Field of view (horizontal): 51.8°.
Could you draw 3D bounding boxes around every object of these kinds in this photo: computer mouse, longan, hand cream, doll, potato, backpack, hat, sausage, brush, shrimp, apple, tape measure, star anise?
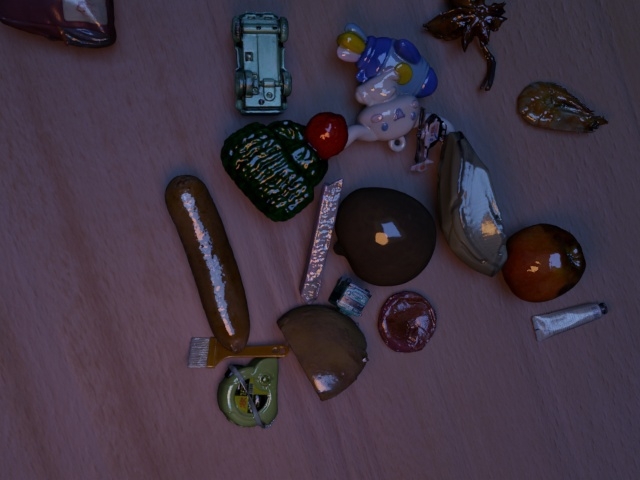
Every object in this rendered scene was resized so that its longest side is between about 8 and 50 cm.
[{"bbox_3d":[0.401,-0.092,1.866,0.146,0.228,0.428,-16,93,-2],"label":"computer mouse"},{"bbox_3d":[0.166,-0.010,1.817,0.300,0.243,0.300,6,106,21],"label":"longan"},{"bbox_3d":[0.761,0.240,2.012,0.234,0.050,0.080,-15,91,-6],"label":"hand cream"},{"bbox_3d":[0.199,-0.432,1.859,0.376,0.187,0.365,-14,101,-38],"label":"doll"},{"bbox_3d":[0.020,0.269,1.768,0.211,0.264,0.189,-27,102,-5],"label":"potato"},{"bbox_3d":[-0.691,-0.644,1.702,0.317,0.197,0.283,0,89,-6],"label":"backpack"},{"bbox_3d":[-0.076,-0.233,1.765,0.332,0.242,0.274,-36,111,4],"label":"hat"},{"bbox_3d":[-0.292,0.061,1.778,0.123,0.136,0.500,-18,92,8],"label":"sausage"},{"bbox_3d":[-0.220,0.302,1.791,0.272,0.103,0.013,-1,133,-2],"label":"brush"},{"bbox_3d":[0.748,-0.401,2.026,0.295,0.062,0.153,15,79,-8],"label":"shrimp"},{"bbox_3d":[0.639,0.062,1.897,0.230,0.230,0.229,0,88,-10],"label":"apple"},{"bbox_3d":[-0.194,0.418,1.797,0.175,0.106,0.199,0,87,-22],"label":"tape measure"},{"bbox_3d":[0.442,-0.607,1.941,0.237,0.148,0.346,-23,95,11],"label":"star anise"}]

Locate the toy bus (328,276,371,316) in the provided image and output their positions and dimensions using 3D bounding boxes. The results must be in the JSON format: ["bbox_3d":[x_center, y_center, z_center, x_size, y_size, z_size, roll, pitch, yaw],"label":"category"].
[{"bbox_3d":[0.078,0.159,1.828,0.079,0.160,0.091,30,85,-8],"label":"toy bus"}]

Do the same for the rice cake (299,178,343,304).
[{"bbox_3d":[0.000,0.000,1.814,0.056,0.072,0.364,11,104,-7],"label":"rice cake"}]

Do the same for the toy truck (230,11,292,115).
[{"bbox_3d":[-0.166,-0.483,1.809,0.155,0.156,0.278,-3,88,-11],"label":"toy truck"}]

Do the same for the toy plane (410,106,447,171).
[{"bbox_3d":[0.304,-0.283,1.866,0.078,0.053,0.197,-3,125,-15],"label":"toy plane"}]

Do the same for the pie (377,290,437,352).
[{"bbox_3d":[0.251,0.237,1.913,0.183,0.049,0.182,0,91,-15],"label":"pie"}]
